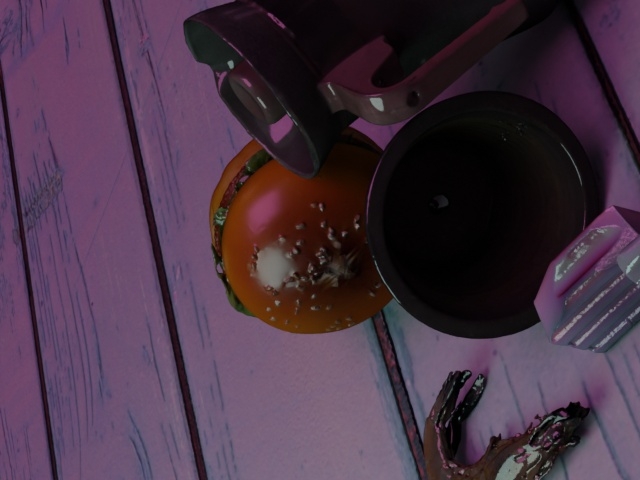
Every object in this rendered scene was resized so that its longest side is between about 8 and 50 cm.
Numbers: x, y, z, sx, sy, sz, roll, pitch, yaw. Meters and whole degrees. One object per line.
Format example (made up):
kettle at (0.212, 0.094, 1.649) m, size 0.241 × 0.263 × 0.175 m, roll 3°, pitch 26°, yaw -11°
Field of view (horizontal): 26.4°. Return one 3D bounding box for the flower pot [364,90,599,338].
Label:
flower pot at (0.139, -0.030, 1.341) m, size 0.148 × 0.235 × 0.235 m, roll -155°, pitch 78°, yaw -75°

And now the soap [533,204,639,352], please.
soap at (0.258, 0.034, 1.224) m, size 0.149 × 0.100 × 0.056 m, roll -51°, pitch 44°, yaw 35°

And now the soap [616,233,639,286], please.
soap at (0.362, -0.024, 1.064) m, size 0.230 × 0.145 × 0.091 m, roll -52°, pitch 52°, yaw 40°

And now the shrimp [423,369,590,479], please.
shrimp at (0.176, 0.187, 1.347) m, size 0.219 × 0.046 × 0.152 m, roll -45°, pitch 50°, yaw 40°

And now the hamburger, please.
hamburger at (0.001, -0.001, 1.473) m, size 0.246 × 0.246 × 0.170 m, roll -66°, pitch 24°, yaw 17°

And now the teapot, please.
teapot at (0.069, -0.233, 1.335) m, size 0.344 × 0.253 × 0.300 m, roll -42°, pitch 37°, yaw -11°
